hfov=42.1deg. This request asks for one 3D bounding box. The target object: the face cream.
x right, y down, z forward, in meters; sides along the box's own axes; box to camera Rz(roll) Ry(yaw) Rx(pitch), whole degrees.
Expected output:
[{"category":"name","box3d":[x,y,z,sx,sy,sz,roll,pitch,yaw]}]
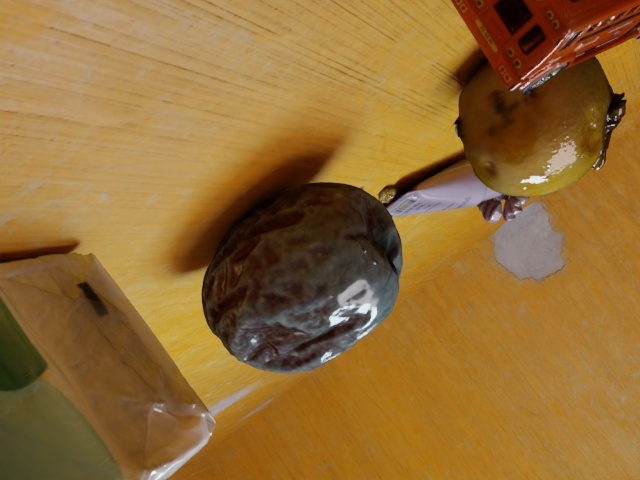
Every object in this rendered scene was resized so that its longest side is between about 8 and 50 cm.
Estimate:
[{"category":"face cream","box3d":[0.240,-0.099,1.640,0.274,0.096,0.154,-17,173,-27]}]

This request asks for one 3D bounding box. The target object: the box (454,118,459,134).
[{"category":"box","box3d":[0.298,-0.184,1.405,0.069,0.122,0.084,-41,174,-33]}]

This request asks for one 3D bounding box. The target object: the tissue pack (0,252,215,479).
[{"category":"tissue pack","box3d":[-0.327,0.212,0.885,0.356,0.266,0.194,-41,172,23]}]

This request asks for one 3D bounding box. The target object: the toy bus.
[{"category":"toy bus","box3d":[0.317,-0.295,0.954,0.329,0.143,0.153,-26,172,-31]}]

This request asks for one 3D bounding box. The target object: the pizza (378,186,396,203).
[{"category":"pizza","box3d":[0.124,-0.082,1.542,0.037,0.016,0.083,-29,169,0]}]

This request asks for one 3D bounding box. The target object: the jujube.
[{"category":"jujube","box3d":[-0.031,0.056,1.175,0.308,0.215,0.246,-28,135,28]}]

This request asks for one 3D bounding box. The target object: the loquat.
[{"category":"loquat","box3d":[0.321,-0.179,1.219,0.244,0.244,0.244,-33,167,-9]}]

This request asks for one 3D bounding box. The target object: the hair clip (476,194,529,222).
[{"category":"hair clip","box3d":[0.371,-0.123,1.803,0.069,0.172,0.300,1,180,-7]}]
